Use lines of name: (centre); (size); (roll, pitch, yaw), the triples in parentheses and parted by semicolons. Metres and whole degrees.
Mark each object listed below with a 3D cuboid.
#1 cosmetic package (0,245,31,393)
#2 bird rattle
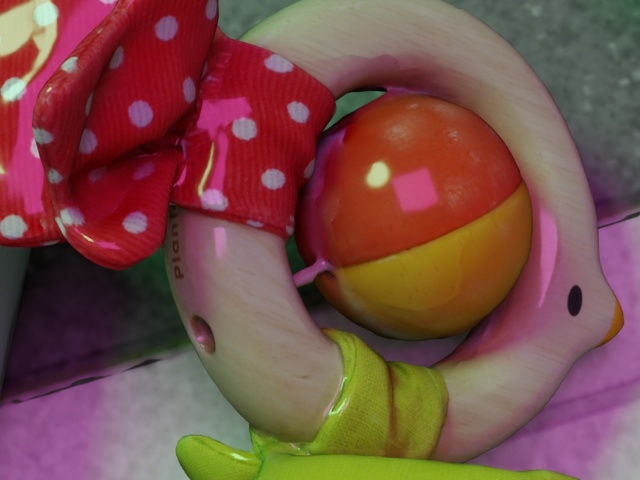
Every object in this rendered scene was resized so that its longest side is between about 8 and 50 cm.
cosmetic package: (-0.306, 0.070, 0.608); (0.377, 0.097, 0.284); (8, 69, 2)
bird rattle: (0.000, 0.000, 0.610); (0.207, 0.143, 0.253); (-30, 90, -35)
